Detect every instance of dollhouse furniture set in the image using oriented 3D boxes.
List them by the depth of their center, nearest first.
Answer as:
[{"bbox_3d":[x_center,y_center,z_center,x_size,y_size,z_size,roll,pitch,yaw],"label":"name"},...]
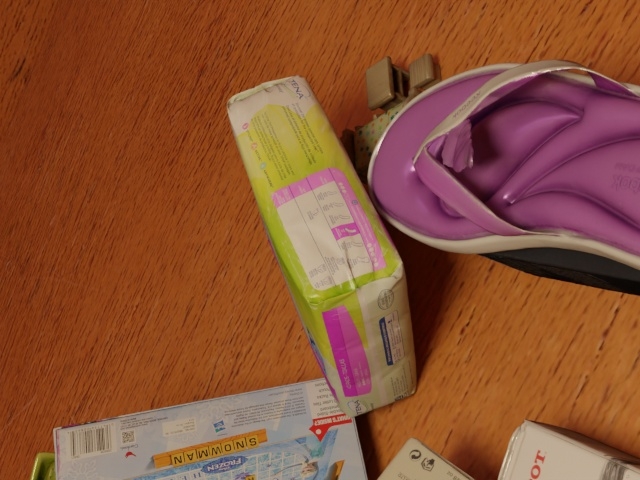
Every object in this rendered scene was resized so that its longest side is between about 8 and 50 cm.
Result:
[{"bbox_3d":[0.111,-0.162,1.039,0.182,0.101,0.161,-28,55,42],"label":"dollhouse furniture set"}]

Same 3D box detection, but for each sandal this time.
[{"bbox_3d":[0.163,-0.071,0.760,0.416,0.102,0.170,10,83,52],"label":"sandal"}]

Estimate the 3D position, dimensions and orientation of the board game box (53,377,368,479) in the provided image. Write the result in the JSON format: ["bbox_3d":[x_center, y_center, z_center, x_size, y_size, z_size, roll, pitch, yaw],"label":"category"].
[{"bbox_3d":[-0.097,0.313,0.965,0.066,0.318,0.318,85,175,-56],"label":"board game box"}]

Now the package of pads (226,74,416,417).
[{"bbox_3d":[0.000,0.000,1.001,0.101,0.229,0.297,-21,52,-5],"label":"package of pads"}]

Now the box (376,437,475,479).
[{"bbox_3d":[0.037,0.313,0.827,0.094,0.113,0.275,33,72,28],"label":"box"}]

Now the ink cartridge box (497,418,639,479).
[{"bbox_3d":[0.231,0.248,0.733,0.217,0.092,0.159,18,90,51],"label":"ink cartridge box"}]

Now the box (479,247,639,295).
[{"bbox_3d":[0.243,-0.038,0.822,0.207,0.108,0.153,14,86,52],"label":"box"}]

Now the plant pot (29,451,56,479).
[{"bbox_3d":[-0.255,0.376,1.180,0.207,0.227,0.228,-2,74,57],"label":"plant pot"}]
